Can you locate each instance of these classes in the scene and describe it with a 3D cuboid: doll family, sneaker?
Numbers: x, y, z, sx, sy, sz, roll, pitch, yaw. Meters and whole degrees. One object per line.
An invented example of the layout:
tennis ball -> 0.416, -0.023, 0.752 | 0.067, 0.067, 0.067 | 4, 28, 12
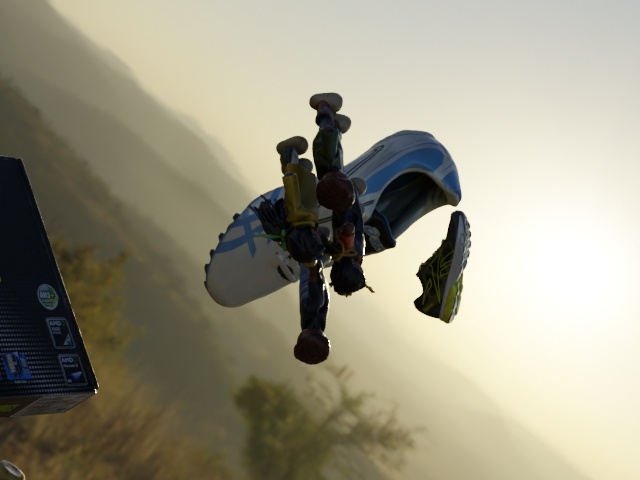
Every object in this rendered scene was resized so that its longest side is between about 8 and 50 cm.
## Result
doll family -> 0.000, 0.000, 0.938 | 0.111, 0.076, 0.193 | -96, 170, -46
sneaker -> 0.087, 0.018, 1.006 | 0.035, 0.083, 0.031 | 11, 4, 15
sneaker -> 0.008, -0.010, 1.165 | 0.085, 0.237, 0.086 | 57, 3, -44

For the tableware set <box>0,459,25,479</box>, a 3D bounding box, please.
tableware set -> -0.195, 0.107, 0.657 | 0.104, 0.024, 0.154 | 43, 6, 40

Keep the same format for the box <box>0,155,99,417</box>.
box -> -0.246, 0.025, 0.885 | 0.190, 0.045, 0.184 | 5, 60, -54
